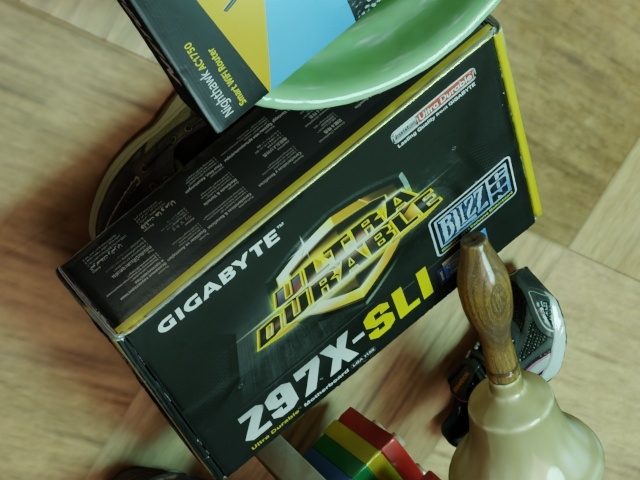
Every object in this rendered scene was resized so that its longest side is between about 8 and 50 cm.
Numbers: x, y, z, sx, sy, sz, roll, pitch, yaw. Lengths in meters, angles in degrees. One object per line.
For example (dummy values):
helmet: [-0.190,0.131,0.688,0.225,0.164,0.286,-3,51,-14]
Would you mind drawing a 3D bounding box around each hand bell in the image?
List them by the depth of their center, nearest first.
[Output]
hand bell: [0.138,0.091,1.360,0.126,0.126,0.242,-30,131,-17]

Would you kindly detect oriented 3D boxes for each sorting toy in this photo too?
sorting toy: [0.079,0.240,1.396,0.089,0.255,0.257,-44,137,-8]

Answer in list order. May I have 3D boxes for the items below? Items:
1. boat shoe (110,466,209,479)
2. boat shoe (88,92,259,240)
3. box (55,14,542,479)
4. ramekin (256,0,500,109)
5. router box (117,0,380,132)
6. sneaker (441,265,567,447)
boat shoe: [-0.049,0.281,1.419,0.132,0.130,0.355,-42,131,-11]
boat shoe: [-0.097,-0.049,1.198,0.056,0.049,0.152,27,101,-46]
box: [0.000,0.000,1.251,0.322,0.079,0.257,-39,152,-9]
ramekin: [-0.012,-0.243,1.054,0.303,0.148,0.303,-20,130,-26]
router box: [-0.049,-0.161,0.941,0.133,0.046,0.179,-40,136,-7]
sneaker: [0.146,0.108,1.488,0.077,0.072,0.178,-10,124,-29]
